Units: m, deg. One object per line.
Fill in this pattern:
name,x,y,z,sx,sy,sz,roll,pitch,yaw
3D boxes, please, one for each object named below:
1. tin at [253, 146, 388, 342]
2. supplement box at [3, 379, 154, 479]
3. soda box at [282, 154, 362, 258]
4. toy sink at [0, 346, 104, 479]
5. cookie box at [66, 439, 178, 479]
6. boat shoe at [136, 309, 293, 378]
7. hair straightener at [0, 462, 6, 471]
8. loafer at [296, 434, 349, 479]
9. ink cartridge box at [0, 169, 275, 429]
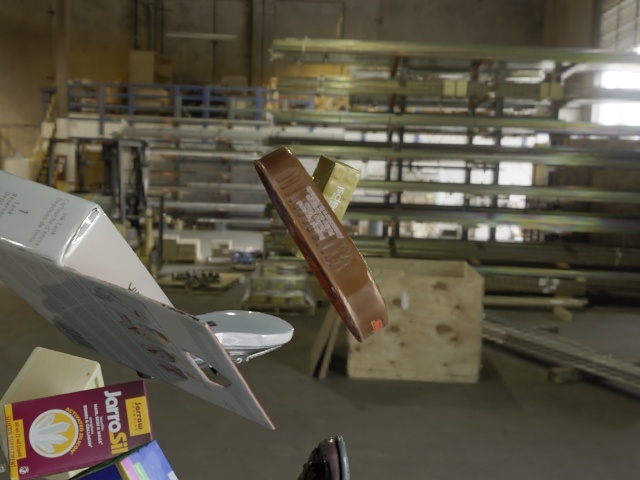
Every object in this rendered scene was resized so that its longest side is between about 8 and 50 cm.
tin,0.000,0.000,0.631,0.040,0.189,0.106,-31,-22,-2
supplement box,-0.334,0.266,1.020,0.188,0.104,0.081,-8,-16,-15
soda box,0.002,-0.056,1.295,0.061,0.181,0.058,17,11,-34
toy sink,-0.459,0.328,1.281,0.131,0.234,0.152,14,44,5
cookie box,-0.153,0.218,0.577,0.107,0.091,0.040,-30,-1,33
boat shoe,-0.141,0.147,0.976,0.229,0.076,0.080,-2,24,-40
hair straightener,-0.557,0.395,1.181,0.089,0.230,0.047,-34,-38,4
loafer,-0.005,0.445,1.256,0.095,0.302,0.109,-3,44,-6
ink cartridge box,-0.155,0.058,0.616,0.239,0.060,0.275,18,-25,16
